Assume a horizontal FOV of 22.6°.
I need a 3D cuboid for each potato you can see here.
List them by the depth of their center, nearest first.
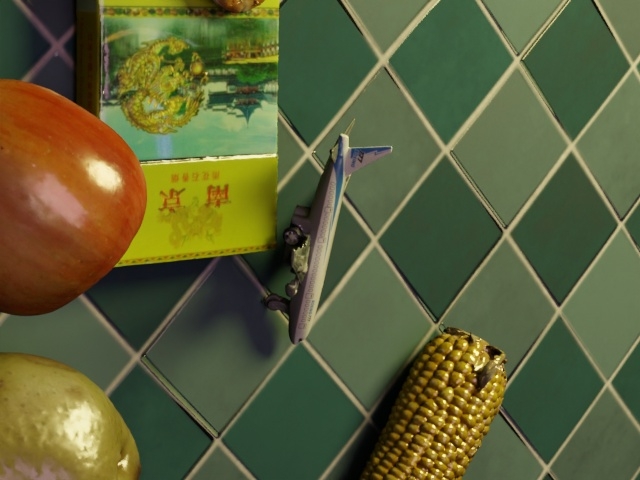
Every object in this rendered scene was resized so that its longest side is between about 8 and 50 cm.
[{"bbox_3d":[-0.295,0.222,1.188,0.351,0.218,0.202,-28,88,-29],"label":"potato"}]

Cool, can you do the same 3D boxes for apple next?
[{"bbox_3d":[-0.234,-0.036,1.217,0.199,0.199,0.199,-8,103,-37],"label":"apple"}]

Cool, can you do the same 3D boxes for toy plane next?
[{"bbox_3d":[-0.003,-0.003,1.442,0.226,0.058,0.226,-66,176,29],"label":"toy plane"}]

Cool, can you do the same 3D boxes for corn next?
[{"bbox_3d":[0.094,0.225,1.570,0.106,0.106,0.293,35,78,-37],"label":"corn"}]

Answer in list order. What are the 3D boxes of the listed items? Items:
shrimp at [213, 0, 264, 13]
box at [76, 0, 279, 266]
[{"bbox_3d":[-0.057,-0.282,1.344,0.091,0.043,0.184,0,104,-46],"label":"shrimp"},{"bbox_3d":[-0.120,-0.150,1.368,0.187,0.047,0.335,-6,102,-38],"label":"box"}]
